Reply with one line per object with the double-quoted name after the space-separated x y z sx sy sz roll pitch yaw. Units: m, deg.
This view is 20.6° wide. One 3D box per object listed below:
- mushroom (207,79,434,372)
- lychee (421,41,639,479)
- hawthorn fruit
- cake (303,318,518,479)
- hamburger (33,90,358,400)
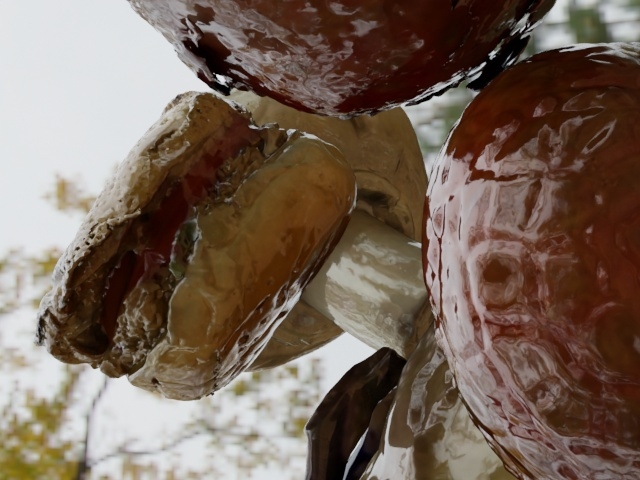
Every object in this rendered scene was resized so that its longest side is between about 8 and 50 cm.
0.000 0.000 1.620 0.314 0.336 0.314 -23 -53 -35 "mushroom"
0.169 0.008 0.827 0.255 0.255 0.300 -18 -49 -56 "lychee"
0.014 -0.221 0.899 0.316 0.316 0.316 5 -96 -57 "hawthorn fruit"
0.158 0.186 1.226 0.332 0.321 0.332 31 -138 -33 "cake"
-0.089 0.011 1.283 0.163 0.244 0.244 34 -131 -2 "hamburger"
